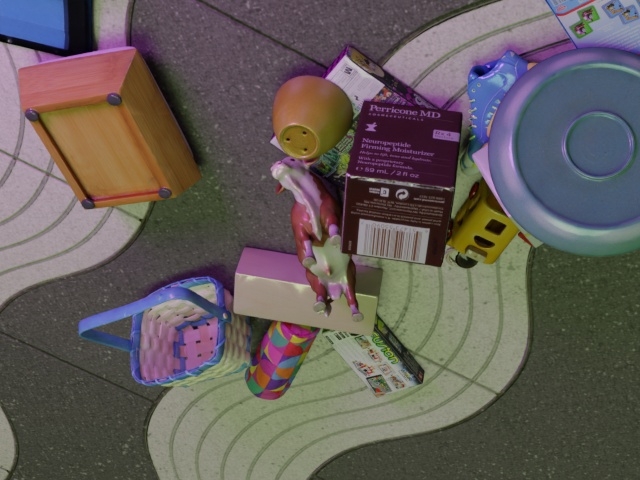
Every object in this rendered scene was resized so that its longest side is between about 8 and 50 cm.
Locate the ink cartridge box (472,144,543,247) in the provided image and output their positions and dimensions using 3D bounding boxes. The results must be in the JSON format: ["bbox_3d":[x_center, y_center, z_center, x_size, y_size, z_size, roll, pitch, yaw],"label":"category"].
[{"bbox_3d":[0.343,-0.092,1.743,0.128,0.127,0.176,-34,154,12],"label":"ink cartridge box"}]

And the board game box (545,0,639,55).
[{"bbox_3d":[0.450,-0.328,1.634,0.160,0.039,0.211,-24,121,30],"label":"board game box"}]

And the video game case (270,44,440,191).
[{"bbox_3d":[0.063,-0.187,1.851,0.210,0.042,0.232,32,130,-14],"label":"video game case"}]

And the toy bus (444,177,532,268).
[{"bbox_3d":[0.277,-0.010,1.913,0.191,0.104,0.202,-11,127,23],"label":"toy bus"}]

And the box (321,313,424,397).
[{"bbox_3d":[0.107,0.226,2.209,0.114,0.036,0.207,-22,122,29],"label":"box"}]

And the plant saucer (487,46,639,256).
[{"bbox_3d":[0.405,-0.136,1.609,0.317,0.317,0.044,6,172,8],"label":"plant saucer"}]

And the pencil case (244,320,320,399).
[{"bbox_3d":[-0.076,0.219,2.210,0.104,0.104,0.236,22,130,-6],"label":"pencil case"}]

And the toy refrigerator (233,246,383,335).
[{"bbox_3d":[-0.023,0.094,2.089,0.269,0.094,0.102,8,127,4],"label":"toy refrigerator"}]

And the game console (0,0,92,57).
[{"bbox_3d":[-0.522,-0.384,1.741,0.293,0.250,0.173,13,106,2],"label":"game console"}]

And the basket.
[{"bbox_3d":[-0.287,0.174,2.126,0.255,0.201,0.289,-18,156,25],"label":"basket"}]

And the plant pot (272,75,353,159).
[{"bbox_3d":[-0.022,-0.185,1.781,0.134,0.095,0.134,9,131,10],"label":"plant pot"}]

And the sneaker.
[{"bbox_3d":[0.272,-0.213,1.764,0.126,0.091,0.240,41,130,2],"label":"sneaker"}]

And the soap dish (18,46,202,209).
[{"bbox_3d":[-0.363,-0.183,1.892,0.229,0.118,0.291,-6,134,19],"label":"soap dish"}]

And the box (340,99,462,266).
[{"bbox_3d":[0.130,-0.092,1.753,0.168,0.203,0.167,7,133,5],"label":"box"}]

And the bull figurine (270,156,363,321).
[{"bbox_3d":[0.000,0.000,1.886,0.101,0.188,0.310,-17,128,6],"label":"bull figurine"}]
